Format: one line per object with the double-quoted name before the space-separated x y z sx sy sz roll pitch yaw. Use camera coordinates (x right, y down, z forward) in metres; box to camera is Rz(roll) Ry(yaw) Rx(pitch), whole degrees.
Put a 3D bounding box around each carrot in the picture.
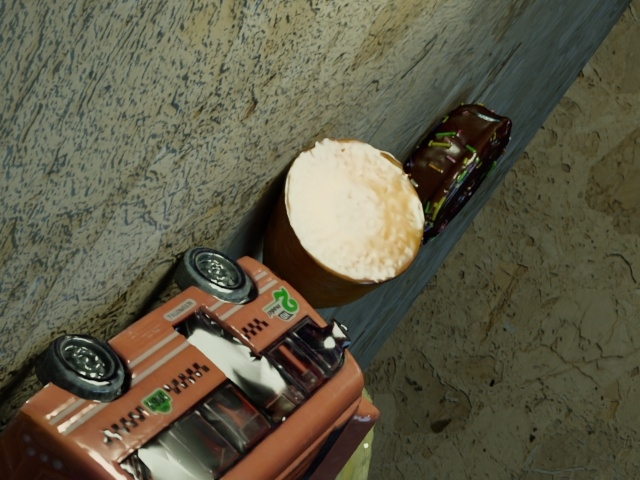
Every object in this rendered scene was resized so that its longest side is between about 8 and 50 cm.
"carrot" 0.000 0.000 1.851 0.159 0.159 0.225 -47 -177 -27

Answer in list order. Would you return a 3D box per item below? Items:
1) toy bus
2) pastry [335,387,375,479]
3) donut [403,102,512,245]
"toy bus" -0.129 0.181 1.551 0.203 0.233 0.427 -57 169 29
"pastry" -0.090 0.232 1.859 0.329 0.329 0.136 -51 132 -4
"donut" 0.173 -0.093 2.441 0.235 0.089 0.235 -51 172 -10
